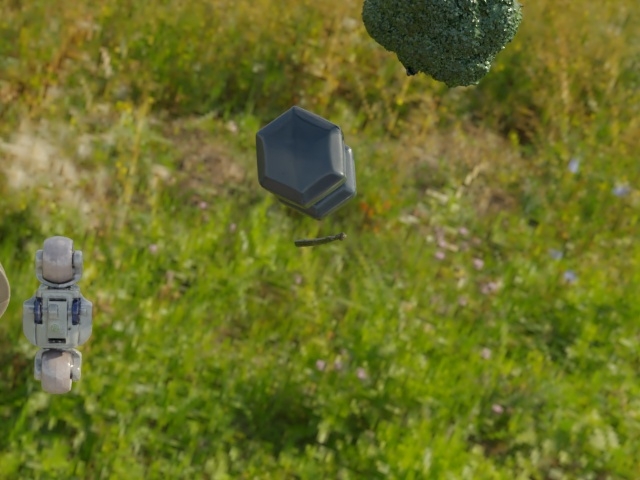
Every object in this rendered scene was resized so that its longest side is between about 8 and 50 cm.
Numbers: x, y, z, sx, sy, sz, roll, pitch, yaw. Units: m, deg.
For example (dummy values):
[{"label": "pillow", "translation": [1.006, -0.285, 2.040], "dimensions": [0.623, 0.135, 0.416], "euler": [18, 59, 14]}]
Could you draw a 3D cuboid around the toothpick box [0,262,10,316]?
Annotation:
[{"label": "toothpick box", "translation": [-0.474, 0.039, 1.641], "dimensions": [0.111, 0.111, 0.180], "euler": [4, 19, -28]}]

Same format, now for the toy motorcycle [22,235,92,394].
[{"label": "toy motorcycle", "translation": [-0.413, 0.115, 1.999], "dimensions": [0.112, 0.254, 0.112], "euler": [3, 12, -1]}]

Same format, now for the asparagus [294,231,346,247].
[{"label": "asparagus", "translation": [0.000, 0.000, 2.338], "dimensions": [0.127, 0.018, 0.015], "euler": [-8, -13, 44]}]

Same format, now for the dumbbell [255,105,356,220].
[{"label": "dumbbell", "translation": [-0.020, -0.122, 2.084], "dimensions": [0.156, 0.144, 0.316], "euler": [26, -1, 6]}]

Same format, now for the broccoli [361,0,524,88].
[{"label": "broccoli", "translation": [0.211, -0.392, 1.994], "dimensions": [0.254, 0.269, 0.269], "euler": [42, 30, 5]}]
